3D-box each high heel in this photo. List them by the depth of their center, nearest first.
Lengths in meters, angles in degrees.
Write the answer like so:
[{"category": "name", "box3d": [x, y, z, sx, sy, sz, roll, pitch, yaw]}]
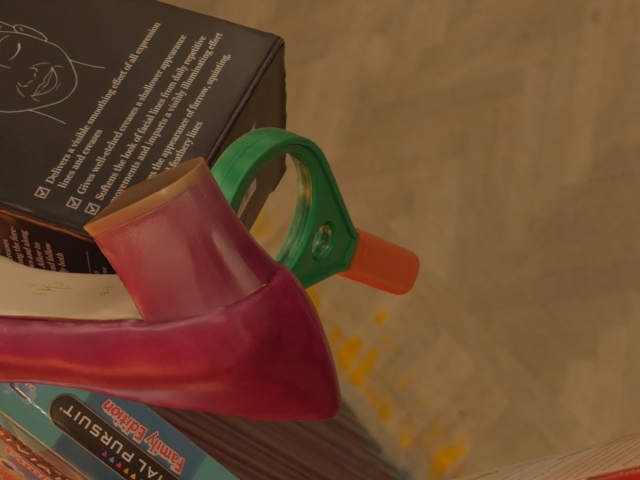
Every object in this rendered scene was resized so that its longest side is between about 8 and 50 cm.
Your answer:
[{"category": "high heel", "box3d": [-0.108, 0.057, 0.587, 0.244, 0.117, 0.082, -24, 15, 26]}]

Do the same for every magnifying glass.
[{"category": "magnifying glass", "box3d": [0.000, 0.000, 0.748, 0.026, 0.231, 0.092, 20, 89, 30]}]

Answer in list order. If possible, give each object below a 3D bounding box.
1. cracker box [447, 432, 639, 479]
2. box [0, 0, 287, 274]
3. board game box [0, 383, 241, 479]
[{"category": "cracker box", "box3d": [0.060, 0.152, 0.421, 0.232, 0.067, 0.156, -24, 83, 39]}, {"category": "box", "box3d": [-0.268, -0.087, 1.345, 0.395, 0.212, 0.293, 19, 54, 12]}, {"category": "board game box", "box3d": [-0.230, 0.193, 1.208, 0.079, 0.254, 0.336, -57, 18, -25]}]
